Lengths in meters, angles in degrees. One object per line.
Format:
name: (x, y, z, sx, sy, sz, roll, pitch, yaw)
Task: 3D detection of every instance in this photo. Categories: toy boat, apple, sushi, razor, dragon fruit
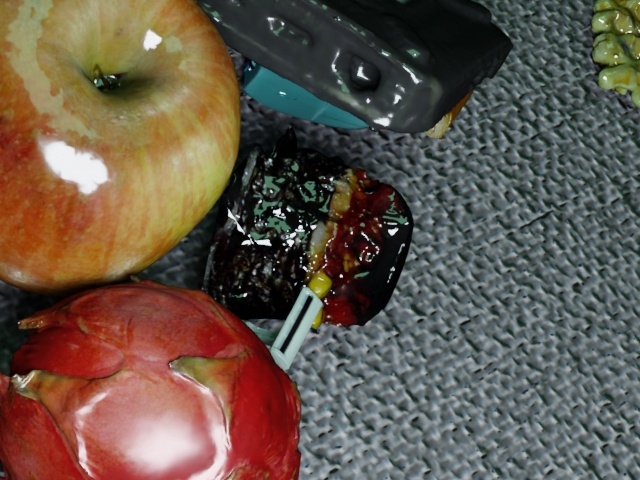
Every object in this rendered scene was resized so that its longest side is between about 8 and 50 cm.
toy boat: (0.014, -0.171, 1.682, 0.175, 0.091, 0.110, 19, 60, -20)
apple: (-0.218, -0.099, 1.419, 0.301, 0.301, 0.301, 12, 58, -19)
sushi: (0.000, 0.000, 1.540, 0.150, 0.153, 0.172, 20, 33, 10)
razor: (-0.110, 0.064, 1.469, 0.211, 0.036, 0.084, 8, 40, 20)
dragon fruit: (-0.134, 0.146, 1.350, 0.252, 0.241, 0.241, 42, 52, 16)

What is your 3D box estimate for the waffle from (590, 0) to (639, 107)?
waffle: (0.396, -0.220, 1.913, 0.204, 0.054, 0.223, 26, 55, -9)

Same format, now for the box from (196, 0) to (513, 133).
box: (-0.003, -0.237, 1.607, 0.359, 0.091, 0.350, 32, 23, 7)

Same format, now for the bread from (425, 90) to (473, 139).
bread: (0.129, -0.146, 1.752, 0.036, 0.047, 0.083, 17, 48, 21)
